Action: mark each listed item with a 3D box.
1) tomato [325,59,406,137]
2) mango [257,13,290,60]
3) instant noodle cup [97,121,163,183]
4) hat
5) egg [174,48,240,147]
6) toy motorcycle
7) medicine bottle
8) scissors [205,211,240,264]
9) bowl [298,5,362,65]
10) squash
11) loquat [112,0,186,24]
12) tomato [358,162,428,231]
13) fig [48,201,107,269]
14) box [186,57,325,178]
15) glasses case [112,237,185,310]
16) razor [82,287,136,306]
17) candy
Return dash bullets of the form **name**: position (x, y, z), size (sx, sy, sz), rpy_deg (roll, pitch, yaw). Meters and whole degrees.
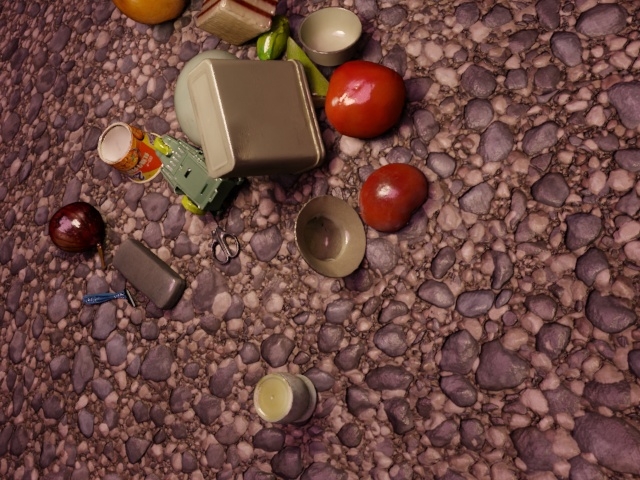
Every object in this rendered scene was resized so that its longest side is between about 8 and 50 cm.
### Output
- **tomato**: position (0.133, -0.439, 1.686), size (0.259, 0.180, 0.260), rpy_deg (-4, 81, 22)
- **mango**: position (-0.171, -0.712, 1.924), size (0.100, 0.119, 0.178), rpy_deg (23, 87, 12)
- **instant noodle cup**: position (-0.721, -0.340, 2.069), size (0.213, 0.174, 0.213), rpy_deg (-6, 76, 23)
- **hat**: position (0.000, 0.000, 1.658), size (0.130, 0.257, 0.257), rpy_deg (-22, 66, 53)
- **egg**: position (-0.359, -0.483, 1.869), size (0.276, 0.276, 0.389), rpy_deg (-15, 56, 22)
- **toy motorcycle**: position (-0.430, -0.247, 1.905), size (0.326, 0.200, 0.191), rpy_deg (44, 108, 19)
- **medicine bottle**: position (-0.103, 0.464, 1.608), size (0.147, 0.143, 0.147), rpy_deg (-9, 71, 27)
- **scissors**: position (-0.376, -0.051, 1.926), size (0.109, 0.022, 0.300), rpy_deg (-36, 65, 10)
- **bowl**: position (0.035, -0.656, 1.800), size (0.211, 0.112, 0.212), rpy_deg (-1, 63, 3)
- **squash**: position (-0.037, -0.590, 1.842), size (0.203, 0.111, 0.289), rpy_deg (-5, 74, 23)
- **loquat**: position (-0.672, -1.009, 2.118), size (0.328, 0.328, 0.329), rpy_deg (-6, 76, 24)
- **tomato**: position (0.200, -0.146, 1.627), size (0.199, 0.112, 0.228), rpy_deg (37, 92, 29)
- **fig**: position (-0.904, -0.031, 2.088), size (0.249, 0.186, 0.204), rpy_deg (29, 73, 20)
- **box**: position (-0.196, -0.372, 1.682), size (0.177, 0.343, 0.352), rpy_deg (-15, 89, 50)
- **glasses case**: position (-0.623, 0.117, 1.973), size (0.323, 0.074, 0.131), rpy_deg (34, 93, 27)
- **razor**: position (-0.796, 0.215, 2.054), size (0.253, 0.042, 0.082), rpy_deg (-7, 116, 25)
- **candy**: position (-0.297, -0.790, 1.901), size (0.320, 0.179, 0.135), rpy_deg (11, 82, 59)
